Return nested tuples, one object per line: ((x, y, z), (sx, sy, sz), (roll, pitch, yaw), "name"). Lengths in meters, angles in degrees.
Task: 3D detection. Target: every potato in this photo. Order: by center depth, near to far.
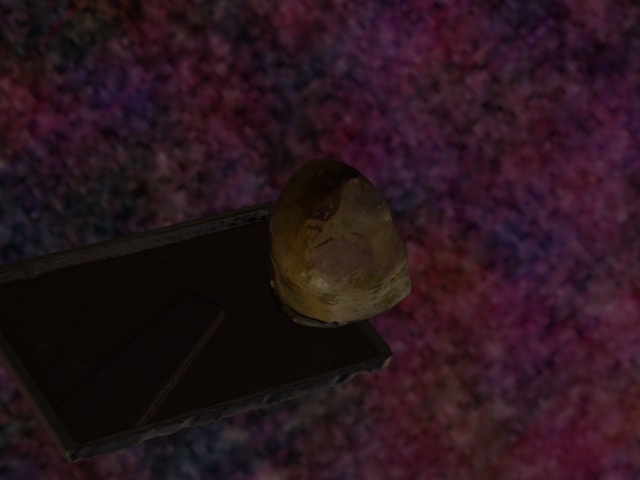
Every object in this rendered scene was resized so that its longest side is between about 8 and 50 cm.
((0.000, 0.000, 1.198), (0.066, 0.096, 0.103), (-45, 148, -23), "potato")

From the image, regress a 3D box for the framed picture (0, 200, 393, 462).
((-0.104, 0.059, 1.399), (0.265, 0.192, 0.018), (-14, 134, -29), "framed picture")
